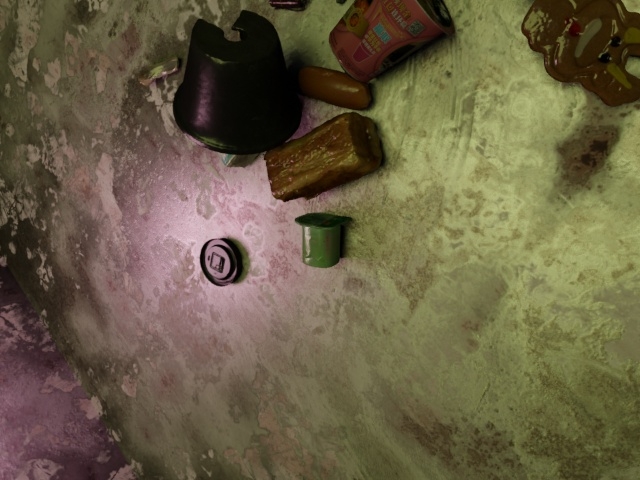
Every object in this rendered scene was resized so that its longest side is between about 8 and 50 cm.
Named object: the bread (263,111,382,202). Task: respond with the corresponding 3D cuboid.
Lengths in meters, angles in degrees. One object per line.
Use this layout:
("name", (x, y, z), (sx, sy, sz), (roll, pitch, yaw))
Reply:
("bread", (0.004, -0.238, 1.224), (0.344, 0.149, 0.195), (-16, 78, 32))

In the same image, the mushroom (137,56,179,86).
("mushroom", (-0.601, -0.636, 1.565), (0.202, 0.054, 0.059), (-13, 98, 26))

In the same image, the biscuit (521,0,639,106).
("biscuit", (0.568, -0.413, 0.875), (0.295, 0.044, 0.185), (25, 110, 4))

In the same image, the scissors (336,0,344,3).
("scissors", (0.038, -0.796, 1.113), (0.138, 0.041, 0.289), (-124, 22, -55))

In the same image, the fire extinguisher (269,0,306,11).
("fire extinguisher", (-0.092, -0.720, 1.257), (0.132, 0.039, 0.056), (17, 139, 26))

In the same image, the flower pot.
("flower pot", (-0.220, -0.445, 1.145), (0.379, 0.379, 0.251), (45, 151, 16))

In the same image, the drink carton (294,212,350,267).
("drink carton", (0.000, 0.000, 1.277), (0.144, 0.146, 0.142), (13, 113, 28))

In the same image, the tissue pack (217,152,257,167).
("tissue pack", (-0.293, -0.402, 1.382), (0.201, 0.124, 0.271), (-38, 78, 26))

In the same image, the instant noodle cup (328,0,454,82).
("instant noodle cup", (0.163, -0.538, 1.049), (0.255, 0.244, 0.243), (-29, 84, 38))

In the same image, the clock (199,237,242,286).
("clock", (-0.370, 0.080, 1.556), (0.185, 0.040, 0.184), (6, 102, 28))

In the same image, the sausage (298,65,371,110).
("sausage", (0.040, -0.440, 1.199), (0.238, 0.098, 0.098), (27, 111, 25))
